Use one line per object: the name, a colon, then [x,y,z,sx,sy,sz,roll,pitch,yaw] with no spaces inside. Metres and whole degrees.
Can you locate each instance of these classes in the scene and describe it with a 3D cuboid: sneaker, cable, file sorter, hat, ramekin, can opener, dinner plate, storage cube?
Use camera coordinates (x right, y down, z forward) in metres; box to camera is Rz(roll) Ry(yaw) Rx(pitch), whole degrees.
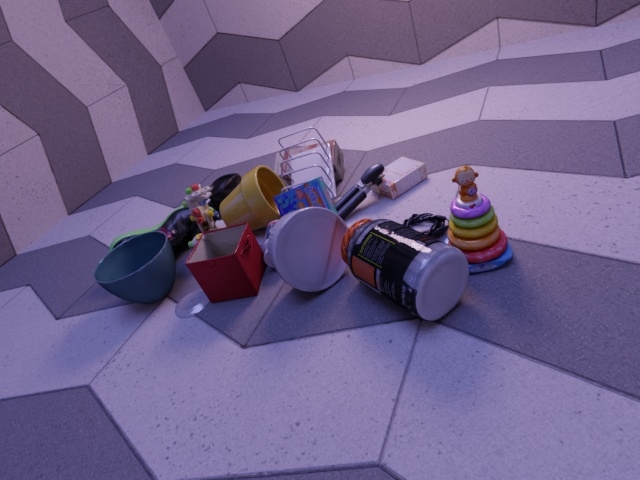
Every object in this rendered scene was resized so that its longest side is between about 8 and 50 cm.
sneaker: [-0.662,0.007,1.849,0.483,0.185,0.202,-29,56,-9]
cable: [0.325,-0.041,1.411,0.185,0.047,0.150,-31,34,-11]
file sorter: [-0.062,-0.302,1.754,0.193,0.173,0.277,-15,62,17]
hat: [-0.452,-0.249,2.084,0.332,0.133,0.331,-16,33,11]
ramekin: [-0.044,0.022,1.356,0.273,0.272,0.127,-36,22,-19]
can opener: [0.136,-0.189,1.635,0.280,0.093,0.074,-47,49,0]
dinner plate: [-0.463,0.222,1.530,0.142,0.017,0.141,-14,34,10]
storage cube: [-0.318,0.080,1.484,0.215,0.193,0.183,-11,35,16]

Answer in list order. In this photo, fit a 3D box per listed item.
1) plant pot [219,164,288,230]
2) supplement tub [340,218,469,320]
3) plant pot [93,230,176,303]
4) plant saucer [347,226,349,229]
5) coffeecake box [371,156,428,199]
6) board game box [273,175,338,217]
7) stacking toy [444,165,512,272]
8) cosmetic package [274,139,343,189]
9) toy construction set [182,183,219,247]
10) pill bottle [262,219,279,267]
plant pot: [-0.277,-0.148,1.757,0.239,0.254,0.253,-26,30,22]
supplement tub: [0.218,0.063,1.181,0.207,0.207,0.338,-35,36,-18]
plant pot: [-0.672,0.128,1.619,0.291,0.195,0.290,-16,34,11]
plant saucer: [0.000,0.000,1.553,0.241,0.037,0.240,-16,33,11]
coffeecake box: [0.310,-0.254,1.701,0.186,0.068,0.142,-33,34,-16]
board game box: [-0.059,-0.132,1.620,0.211,0.159,0.047,-21,5,26]
stacking toy: [0.418,-0.072,1.167,0.176,0.301,0.165,-13,34,14]
cosmetic package: [-0.052,-0.344,1.949,0.297,0.129,0.153,-10,61,21]
toy construction set: [-0.481,-0.089,1.702,0.151,0.327,0.215,-1,32,3]
pill bottle: [-0.157,0.014,1.560,0.108,0.107,0.180,-15,34,12]
